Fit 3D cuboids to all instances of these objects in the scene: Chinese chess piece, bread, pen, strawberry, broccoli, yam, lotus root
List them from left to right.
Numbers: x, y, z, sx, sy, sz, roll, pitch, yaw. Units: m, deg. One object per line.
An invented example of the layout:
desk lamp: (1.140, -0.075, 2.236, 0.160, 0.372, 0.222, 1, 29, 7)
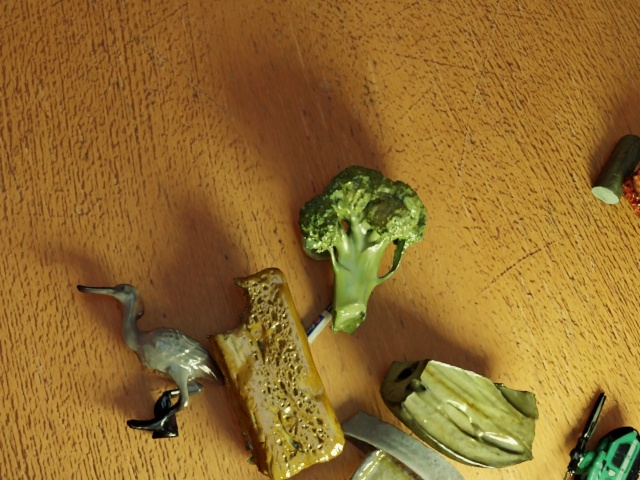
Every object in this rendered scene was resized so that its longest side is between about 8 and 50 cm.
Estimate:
bread: (-0.095, 0.246, 1.562, 0.185, 0.109, 0.381, -19, 85, -9)
pen: (-0.010, 0.174, 1.665, 0.025, 0.025, 0.204, 42, 71, -3)
Chinese chess piece: (0.000, 0.000, 1.702, 0.084, 0.034, 0.084, 3, 79, -16)
broccoli: (0.082, -0.010, 1.613, 0.254, 0.186, 0.302, 46, 52, -30)
lotus root: (0.259, 0.335, 1.630, 0.314, 0.142, 0.210, 31, 56, -14)
yam: (0.675, -0.161, 1.907, 0.068, 0.068, 0.169, 37, 67, -5)
strawberry: (0.754, -0.095, 1.882, 0.236, 0.111, 0.190, 6, 76, -23)

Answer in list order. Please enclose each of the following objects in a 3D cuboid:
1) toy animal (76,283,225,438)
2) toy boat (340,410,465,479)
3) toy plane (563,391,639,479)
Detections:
toy animal: (-0.297, 0.201, 1.543, 0.195, 0.090, 0.324, -19, 88, -24)
toy boat: (0.133, 0.486, 1.567, 0.275, 0.111, 0.294, 19, 60, 3)
toy plane: (0.555, 0.501, 1.714, 0.155, 0.106, 0.382, 36, 72, 1)
